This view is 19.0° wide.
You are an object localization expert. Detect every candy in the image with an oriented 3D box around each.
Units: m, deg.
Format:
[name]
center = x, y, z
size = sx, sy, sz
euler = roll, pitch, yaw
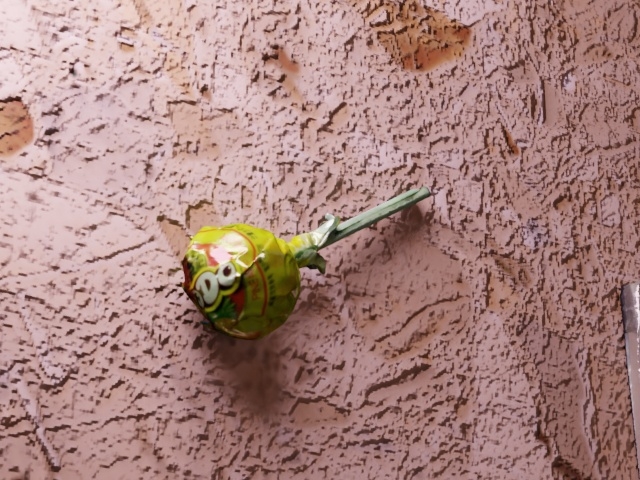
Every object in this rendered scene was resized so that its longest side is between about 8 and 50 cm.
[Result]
[candy]
center = -0.001, 0.002, 1.330
size = 0.262, 0.073, 0.077
euler = -26, 110, -50

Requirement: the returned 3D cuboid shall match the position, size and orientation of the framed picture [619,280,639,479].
[framed picture]
center = 0.327, 0.170, 1.566
size = 0.189, 0.023, 0.260
euler = 12, 66, -38
